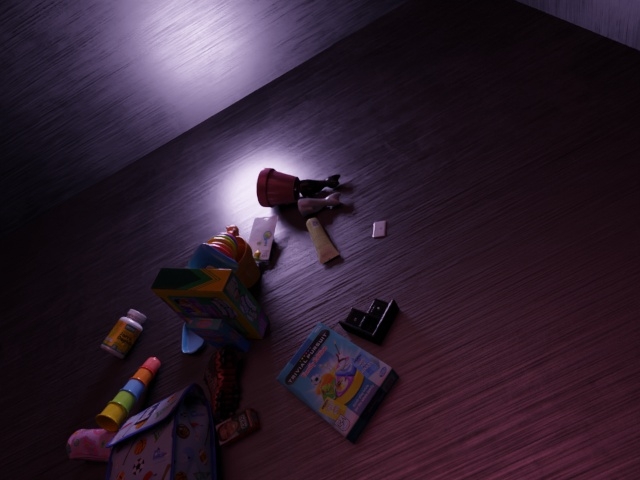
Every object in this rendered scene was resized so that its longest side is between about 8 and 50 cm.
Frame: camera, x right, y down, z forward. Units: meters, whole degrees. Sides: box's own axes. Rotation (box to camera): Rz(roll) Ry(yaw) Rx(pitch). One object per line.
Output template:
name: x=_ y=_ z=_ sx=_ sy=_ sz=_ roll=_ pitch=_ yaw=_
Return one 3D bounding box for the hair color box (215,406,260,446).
hair color box: x=-0.289 y=0.650 z=1.467 sx=0.141 sy=0.043 sz=0.071 roll=-31 pitch=53 yaw=3

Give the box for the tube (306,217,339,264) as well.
tube: x=0.000 y=0.000 z=1.859 sx=0.070 sy=0.062 sz=0.240 roll=-63 pitch=38 yaw=35

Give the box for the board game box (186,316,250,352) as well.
board game box: x=-0.397 y=0.372 z=1.652 sx=0.160 sy=0.210 sz=0.047 roll=-3 pitch=52 yaw=29

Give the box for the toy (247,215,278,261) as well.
toy: x=-0.275 y=-0.004 z=2.014 sx=0.137 sy=0.056 sz=0.237 roll=-3 pitch=57 yaw=23

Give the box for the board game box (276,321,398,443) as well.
board game box: x=0.049 y=0.462 z=1.416 sx=0.336 sy=0.079 sz=0.253 roll=24 pitch=67 yaw=41

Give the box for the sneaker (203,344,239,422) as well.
sneaker: x=-0.377 y=0.541 z=1.582 sx=0.135 sy=0.098 sz=0.275 roll=-28 pitch=55 yaw=36

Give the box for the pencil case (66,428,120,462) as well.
pencil case: x=-0.833 y=0.787 z=1.609 sx=0.285 sy=0.124 sz=0.124 roll=-8 pitch=50 yaw=23

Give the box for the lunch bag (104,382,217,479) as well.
lunch bag: x=-0.539 y=0.714 z=1.417 sx=0.328 sy=0.239 sz=0.385 roll=-31 pitch=41 yaw=13

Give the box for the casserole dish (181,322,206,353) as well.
casserole dish: x=-0.542 y=0.411 z=1.826 sx=0.114 sy=0.037 sz=0.188 roll=-25 pitch=44 yaw=10

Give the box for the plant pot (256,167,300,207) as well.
plant pot: x=-0.203 y=-0.260 z=2.109 sx=0.181 sy=0.201 sz=0.201 roll=6 pitch=55 yaw=14

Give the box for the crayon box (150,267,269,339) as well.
crayon box: x=-0.415 y=0.248 z=1.635 sx=0.314 sy=0.362 sz=0.106 roll=-1 pitch=51 yaw=20

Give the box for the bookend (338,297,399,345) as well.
bookend: x=0.175 y=0.270 z=1.513 sx=0.156 sy=0.072 sz=0.157 roll=17 pitch=62 yaw=39

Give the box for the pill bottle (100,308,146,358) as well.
pill bottle: x=-0.908 y=0.431 z=1.958 sx=0.118 sy=0.117 sz=0.208 roll=8 pitch=57 yaw=34

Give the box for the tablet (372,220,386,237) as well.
tablet: x=0.250 y=-0.049 z=1.788 sx=0.054 sy=0.006 sz=0.083 roll=-8 pitch=50 yaw=23

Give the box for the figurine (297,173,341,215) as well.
figurine: x=0.001 y=-0.224 z=2.028 sx=0.210 sy=0.092 sz=0.214 roll=-14 pitch=49 yaw=14

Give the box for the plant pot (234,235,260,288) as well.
plant pot: x=-0.369 y=0.116 z=1.870 sx=0.205 sy=0.188 sz=0.205 roll=-16 pitch=46 yaw=17

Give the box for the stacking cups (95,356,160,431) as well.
stacking cups: x=-0.758 y=0.599 z=1.684 sx=0.096 sy=0.095 sz=0.316 roll=-14 pitch=26 yaw=19

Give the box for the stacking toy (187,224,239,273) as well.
stacking toy: x=-0.403 y=0.028 z=1.737 sx=0.165 sy=0.175 sz=0.301 roll=-47 pitch=17 yaw=33
